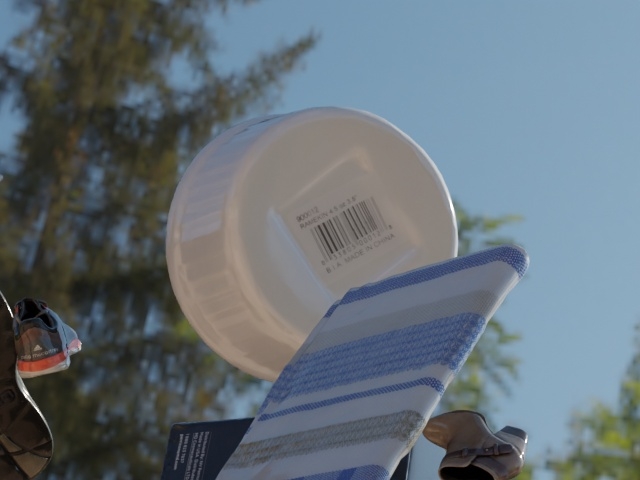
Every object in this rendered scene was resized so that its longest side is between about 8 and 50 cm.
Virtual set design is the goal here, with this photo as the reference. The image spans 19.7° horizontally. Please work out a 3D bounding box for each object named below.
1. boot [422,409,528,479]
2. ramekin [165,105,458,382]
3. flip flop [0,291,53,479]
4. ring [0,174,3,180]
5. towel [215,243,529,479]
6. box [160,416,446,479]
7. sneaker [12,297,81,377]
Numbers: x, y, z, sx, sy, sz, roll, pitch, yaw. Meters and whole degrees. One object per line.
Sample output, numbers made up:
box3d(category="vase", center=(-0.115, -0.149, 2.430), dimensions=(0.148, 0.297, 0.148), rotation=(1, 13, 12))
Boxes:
box3d(category="boot", center=(0.126, 0.188, 1.629), dimensions=(0.118, 0.087, 0.042), rotation=(0, -69, 32))
box3d(category="ramekin", center=(0.000, 0.000, 1.802), dimensions=(0.277, 0.277, 0.135), rotation=(23, -16, -20))
box3d(category="flip flop", center=(-0.375, 0.150, 2.036), dimensions=(0.080, 0.112, 0.277), rotation=(38, -28, 53))
box3d(category="ring", center=(-0.437, -0.075, 1.549), dimensions=(0.336, 0.032, 0.336), rotation=(5, 1, 0))
box3d(category="towel", center=(0.021, 0.119, 1.291), dimensions=(0.209, 0.285, 0.034), rotation=(-20, -63, 47))
box3d(category="box", center=(0.007, 0.338, 2.032), dimensions=(0.294, 0.183, 0.296), rotation=(-9, -42, 20))
box3d(category="sneaker", center=(-0.255, 0.079, 1.691), dimensions=(0.061, 0.065, 0.158), rotation=(-14, 10, -8))
